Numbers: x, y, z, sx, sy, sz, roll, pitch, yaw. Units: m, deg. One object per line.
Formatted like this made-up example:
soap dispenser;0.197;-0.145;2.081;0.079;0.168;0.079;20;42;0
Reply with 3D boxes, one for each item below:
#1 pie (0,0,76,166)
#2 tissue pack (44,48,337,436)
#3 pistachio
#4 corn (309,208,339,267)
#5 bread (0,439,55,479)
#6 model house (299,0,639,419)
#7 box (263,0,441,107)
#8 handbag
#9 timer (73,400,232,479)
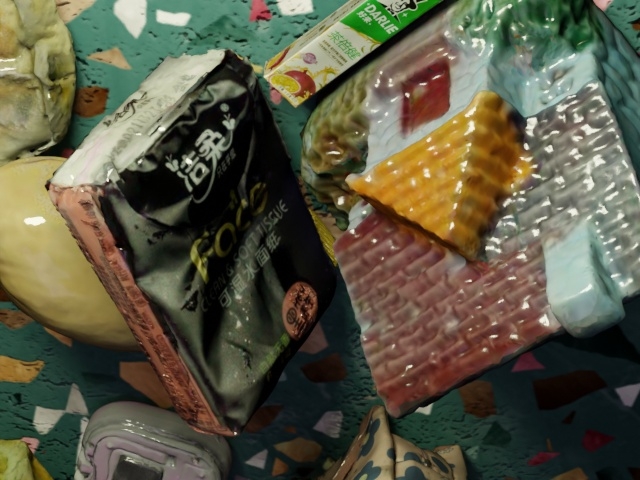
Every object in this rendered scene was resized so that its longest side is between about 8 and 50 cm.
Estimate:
pie;-0.408;-0.178;1.365;0.337;0.075;0.338;4;135;4
tissue pack;-0.112;0.004;1.349;0.123;0.245;0.332;1;130;35
pistachio;-0.239;0.018;1.443;0.293;0.162;0.181;30;98;-23
corn;0.000;0.000;1.482;0.028;0.027;0.083;-30;118;11
bread;-0.425;0.397;1.771;0.196;0.238;0.252;22;140;45
model house;0.151;-0.007;1.257;0.360;0.339;0.297;-31;121;29
box;0.035;-0.203;1.300;0.207;0.041;0.050;-33;119;30
handbag;0.065;0.339;1.648;0.190;0.193;0.251;28;126;-22
timer;-0.217;0.301;1.737;0.190;0.069;0.208;17;131;-2
